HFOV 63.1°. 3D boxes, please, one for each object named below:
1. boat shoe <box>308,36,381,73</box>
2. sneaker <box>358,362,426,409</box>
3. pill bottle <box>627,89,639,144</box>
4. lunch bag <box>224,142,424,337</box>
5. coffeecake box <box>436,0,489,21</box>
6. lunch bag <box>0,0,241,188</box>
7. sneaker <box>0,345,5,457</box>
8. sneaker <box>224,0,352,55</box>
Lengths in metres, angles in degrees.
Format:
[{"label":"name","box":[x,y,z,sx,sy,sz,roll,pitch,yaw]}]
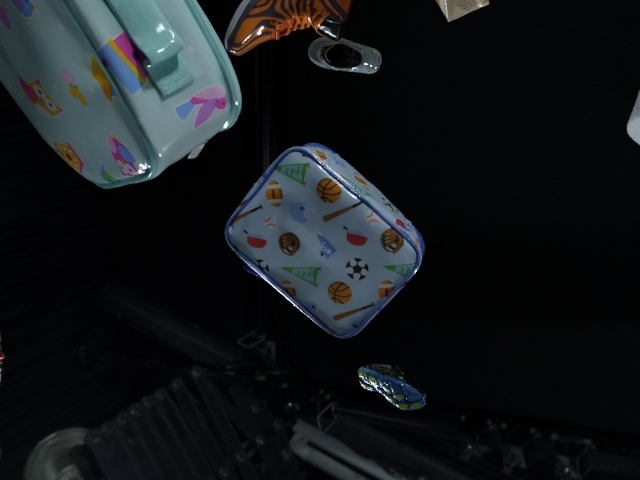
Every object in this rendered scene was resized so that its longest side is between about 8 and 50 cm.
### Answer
[{"label":"boat shoe","box":[0.040,-0.455,1.265,0.227,0.081,0.079,26,-66,38]},{"label":"sneaker","box":[0.154,0.295,1.092,0.188,0.078,0.067,8,-65,59]},{"label":"pill bottle","box":[0.501,-0.273,0.581,0.204,0.204,0.361,22,-88,29]},{"label":"lunch bag","box":[0.000,0.000,0.863,0.303,0.115,0.243,42,-69,2]},{"label":"coffeecake box","box":[0.182,-0.451,0.781,0.068,0.142,0.185,-21,-123,8]},{"label":"lunch bag","box":[-0.183,-0.173,0.393,0.224,0.108,0.279,-1,-55,50]},{"label":"sneaker","box":[-0.408,0.148,0.536,0.125,0.104,0.262,35,-59,27]},{"label":"sneaker","box":[-0.048,-0.483,1.127,0.180,0.321,0.124,44,-7,-1]}]
